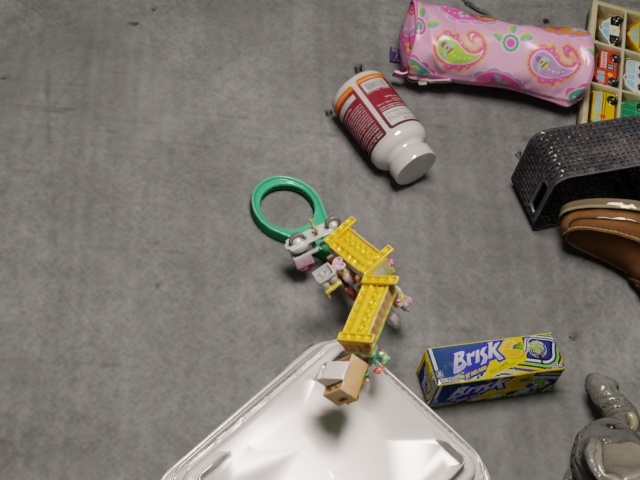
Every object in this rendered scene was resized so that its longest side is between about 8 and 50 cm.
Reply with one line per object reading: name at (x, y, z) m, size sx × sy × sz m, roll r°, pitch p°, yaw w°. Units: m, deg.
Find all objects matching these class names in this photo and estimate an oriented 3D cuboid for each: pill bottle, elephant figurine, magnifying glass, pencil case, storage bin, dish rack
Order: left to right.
magnifying glass at (0.000, 0.000, 1.592) m, size 0.092 × 0.026 × 0.231 m, roll -35°, pitch 69°, yaw -29°
dish rack at (0.012, 0.271, 1.385) m, size 0.285 × 0.072 × 0.333 m, roll 42°, pitch 60°, yaw 16°
pill bottle at (0.089, -0.152, 1.675) m, size 0.086 × 0.086 × 0.152 m, roll -23°, pitch 64°, yaw -24°
pencil case at (0.248, -0.267, 1.769) m, size 0.284 × 0.124 × 0.124 m, roll 8°, pitch 55°, yaw -5°
storage bin at (0.365, -0.093, 1.666) m, size 0.180 × 0.122 × 0.084 m, roll -11°, pitch 59°, yaw -18°
elephant figurine at (0.346, 0.280, 1.413) m, size 0.239 × 0.186 × 0.169 m, roll 37°, pitch 100°, yaw 26°

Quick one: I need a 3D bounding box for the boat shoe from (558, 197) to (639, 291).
boat shoe at (0.457, 0.030, 1.607) m, size 0.307 × 0.111 × 0.104 m, roll 15°, pitch 69°, yaw 3°

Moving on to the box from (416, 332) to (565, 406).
box at (0.208, 0.158, 1.503) m, size 0.168 × 0.059 × 0.054 m, roll -6°, pitch 55°, yaw -15°

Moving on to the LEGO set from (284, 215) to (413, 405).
LEGO set at (0.052, 0.085, 1.452) m, size 0.132 × 0.107 × 0.287 m, roll -26°, pitch 42°, yaw 9°

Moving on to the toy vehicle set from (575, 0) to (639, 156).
toy vehicle set at (0.474, -0.237, 1.838) m, size 0.166 × 0.035 × 0.267 m, roll 14°, pitch 55°, yaw -2°
